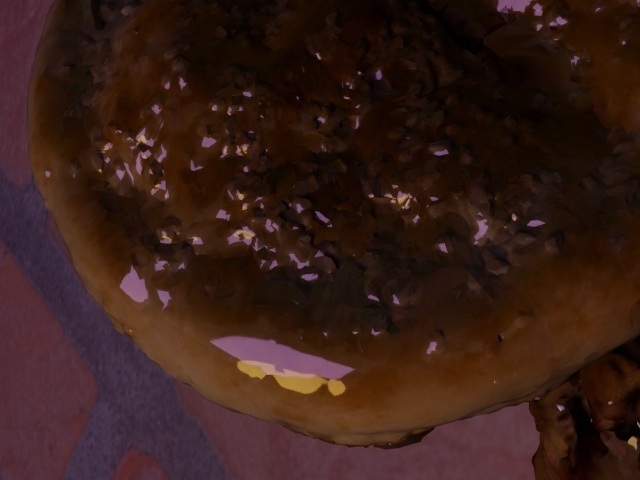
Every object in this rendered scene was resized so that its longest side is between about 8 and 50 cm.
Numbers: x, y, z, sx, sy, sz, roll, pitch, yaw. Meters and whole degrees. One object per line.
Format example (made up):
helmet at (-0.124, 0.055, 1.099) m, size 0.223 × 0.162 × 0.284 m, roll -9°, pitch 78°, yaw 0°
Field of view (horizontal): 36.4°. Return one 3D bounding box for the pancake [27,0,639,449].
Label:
pancake at (0.026, -0.096, 0.480) m, size 0.386 × 0.082 × 0.387 m, roll -5°, pitch 63°, yaw 11°

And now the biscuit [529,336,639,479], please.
biscuit at (0.201, 0.171, 0.425) m, size 0.334 × 0.081 × 0.289 m, roll 50°, pitch 152°, yaw 41°
